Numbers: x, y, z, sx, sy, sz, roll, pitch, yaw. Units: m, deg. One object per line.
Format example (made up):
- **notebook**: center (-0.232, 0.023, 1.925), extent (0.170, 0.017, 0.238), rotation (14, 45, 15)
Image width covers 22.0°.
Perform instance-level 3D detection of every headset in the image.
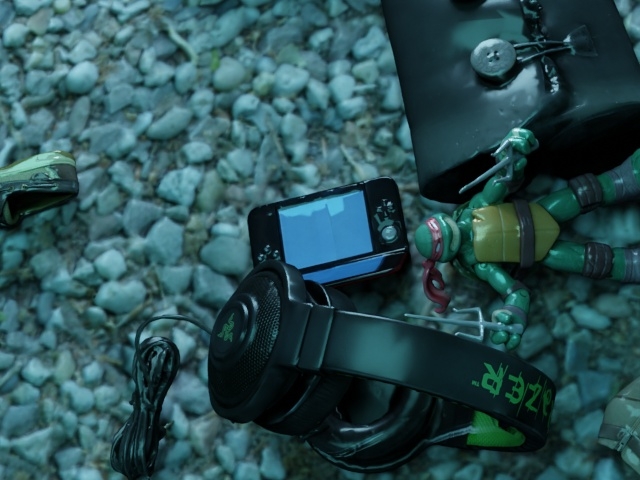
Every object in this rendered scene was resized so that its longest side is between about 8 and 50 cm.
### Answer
- **headset**: center (-0.006, 0.132, 1.326), extent (0.394, 0.243, 0.185), rotation (5, 73, 38)

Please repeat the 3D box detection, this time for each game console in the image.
- **game console**: center (0.000, 0.000, 1.445), extent (0.144, 0.085, 0.124), rotation (-13, 67, 10)

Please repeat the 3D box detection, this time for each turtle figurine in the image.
- **turtle figurine**: center (0.167, -0.007, 1.358), extent (0.234, 0.118, 0.175), rotation (-6, 98, -16)

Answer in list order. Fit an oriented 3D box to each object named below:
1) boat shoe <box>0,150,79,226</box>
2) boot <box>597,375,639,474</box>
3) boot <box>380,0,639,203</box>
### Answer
- **boat shoe**: center (-0.302, -0.038, 1.560), extent (0.152, 0.056, 0.049), rotation (-23, 60, 6)
- **boot**: center (0.288, 0.158, 1.333), extent (0.118, 0.042, 0.087), rotation (32, 87, 25)
- **boot**: center (0.064, -0.230, 1.497), extent (0.367, 0.146, 0.445), rotation (-20, 70, 10)
